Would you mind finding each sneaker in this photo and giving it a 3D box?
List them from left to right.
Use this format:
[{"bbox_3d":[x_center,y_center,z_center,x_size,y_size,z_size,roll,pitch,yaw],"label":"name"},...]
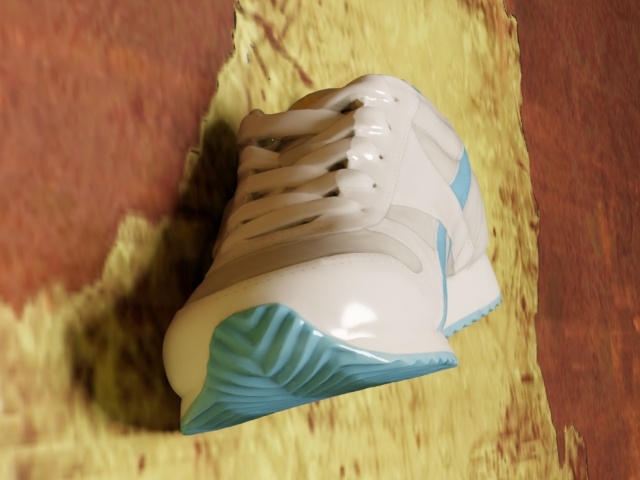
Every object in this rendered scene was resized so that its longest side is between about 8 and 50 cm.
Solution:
[{"bbox_3d":[0.000,0.000,0.537,0.229,0.087,0.092,-35,110,-76],"label":"sneaker"}]
